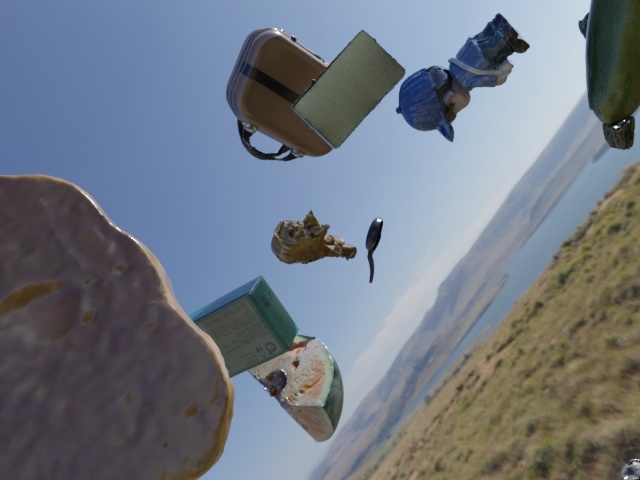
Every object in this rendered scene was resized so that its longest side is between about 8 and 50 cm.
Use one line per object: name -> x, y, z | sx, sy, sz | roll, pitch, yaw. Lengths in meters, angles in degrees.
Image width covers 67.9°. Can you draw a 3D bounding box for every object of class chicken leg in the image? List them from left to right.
chicken leg -> -0.002, 0.002, 0.892 | 0.207, 0.085, 0.101 | 8, -62, -45

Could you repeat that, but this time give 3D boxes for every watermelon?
watermelon -> -0.029, 0.343, 1.154 | 0.175, 0.321, 0.188 | -45, -53, -15

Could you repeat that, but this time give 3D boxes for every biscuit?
biscuit -> -0.280, 0.119, 0.350 | 0.365, 0.385, 0.062 | -49, -12, -15
biscuit -> 0.053, -0.280, 0.889 | 0.199, 0.121, 0.040 | -47, 2, -1

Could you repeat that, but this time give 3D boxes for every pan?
pan -> 0.164, 0.030, 1.511 | 0.115, 0.040, 0.212 | -4, -76, -72

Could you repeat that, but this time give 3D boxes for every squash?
squash -> 0.322, -0.256, 0.497 | 0.080, 0.071, 0.319 | -10, -77, -37

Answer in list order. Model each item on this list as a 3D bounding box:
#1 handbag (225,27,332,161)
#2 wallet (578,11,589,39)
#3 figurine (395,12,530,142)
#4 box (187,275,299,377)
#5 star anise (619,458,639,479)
handbag -> -0.080, -0.314, 1.127 | 0.301, 0.149, 0.283 | 25, -73, -31
wallet -> 0.553, -0.379, 0.791 | 0.250, 0.176, 0.075 | -35, -52, -43
figurine -> 0.158, -0.182, 0.540 | 0.087, 0.086, 0.149 | 19, -48, -36
box -> -0.189, 0.201, 1.020 | 0.244, 0.153, 0.092 | -28, 12, 20
star anise -> 0.858, 0.553, 1.109 | 0.198, 0.111, 0.257 | 1, -18, -43
